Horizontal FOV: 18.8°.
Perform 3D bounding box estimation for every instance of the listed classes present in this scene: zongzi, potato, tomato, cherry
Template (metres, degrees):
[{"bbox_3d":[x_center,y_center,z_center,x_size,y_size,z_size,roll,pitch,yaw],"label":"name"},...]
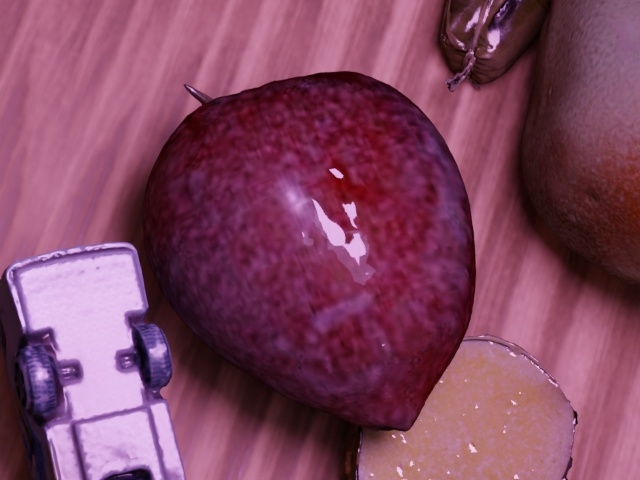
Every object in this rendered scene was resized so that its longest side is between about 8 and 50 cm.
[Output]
[{"bbox_3d":[0.113,-0.223,1.582,0.178,0.081,0.189,40,80,18],"label":"zongzi"},{"bbox_3d":[0.100,0.168,1.459,0.164,0.081,0.200,40,64,3],"label":"potato"},{"bbox_3d":[0.282,-0.108,1.478,0.239,0.303,0.303,16,71,-17],"label":"tomato"},{"bbox_3d":[0.000,0.000,1.395,0.230,0.203,0.300,-19,72,-35],"label":"cherry"}]

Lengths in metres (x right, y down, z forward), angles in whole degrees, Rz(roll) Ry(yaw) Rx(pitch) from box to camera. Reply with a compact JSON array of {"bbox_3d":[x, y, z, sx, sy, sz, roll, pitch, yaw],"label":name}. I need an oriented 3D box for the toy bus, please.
[{"bbox_3d":[-0.147,0.174,1.336,0.109,0.136,0.329,-11,80,-20],"label":"toy bus"}]
